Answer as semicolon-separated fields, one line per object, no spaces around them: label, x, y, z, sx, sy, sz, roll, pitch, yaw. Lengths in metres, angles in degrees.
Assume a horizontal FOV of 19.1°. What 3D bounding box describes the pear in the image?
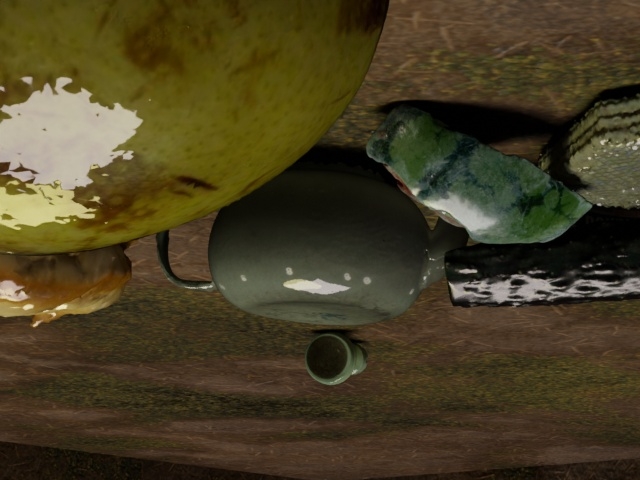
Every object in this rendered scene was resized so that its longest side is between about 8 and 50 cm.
pear;-0.107;-0.121;0.830;0.284;0.283;0.283;2;167;0

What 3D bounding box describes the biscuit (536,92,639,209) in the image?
biscuit;0.265;-0.070;1.465;0.147;0.046;0.250;4;167;-9

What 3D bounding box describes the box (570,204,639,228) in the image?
box;0.255;0.005;1.751;0.120;0.069;0.224;3;168;-7

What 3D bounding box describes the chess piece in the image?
chess piece;0.026;0.151;2.438;0.067;0.067;0.103;-3;175;20

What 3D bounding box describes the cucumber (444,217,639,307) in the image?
cucumber;0.211;0.030;1.591;0.211;0.062;0.078;-11;152;0

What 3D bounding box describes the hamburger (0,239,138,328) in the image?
hamburger;-0.297;-0.033;1.410;0.304;0.174;0.284;13;171;-33

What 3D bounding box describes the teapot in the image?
teapot;0.000;0.000;1.641;0.294;0.129;0.193;1;167;12

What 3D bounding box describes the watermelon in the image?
watermelon;0.111;-0.042;1.507;0.187;0.071;0.139;26;177;-18
